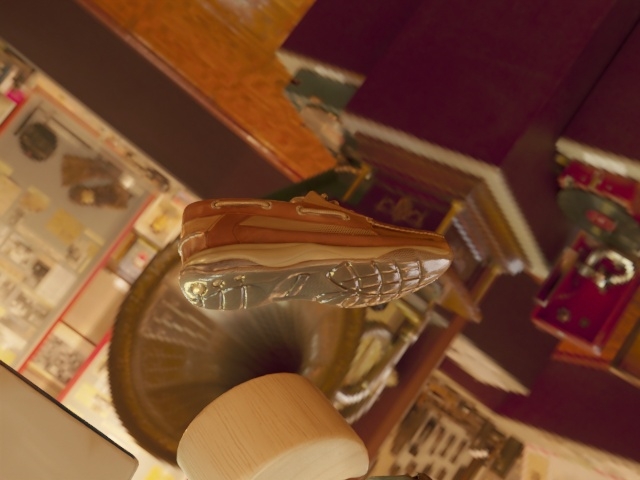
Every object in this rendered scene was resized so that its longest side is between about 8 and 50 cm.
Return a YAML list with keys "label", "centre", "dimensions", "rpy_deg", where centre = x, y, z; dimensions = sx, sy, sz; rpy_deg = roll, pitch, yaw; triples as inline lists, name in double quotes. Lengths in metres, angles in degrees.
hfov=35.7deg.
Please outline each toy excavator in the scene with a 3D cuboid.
- label: "toy excavator"
  centre: [0.018, 0.326, 0.905]
  dimensions: [0.445, 0.433, 0.222]
  rpy_deg: [8, -154, -43]

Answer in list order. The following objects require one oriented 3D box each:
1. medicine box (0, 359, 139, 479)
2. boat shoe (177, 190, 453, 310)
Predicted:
- label: "medicine box"
  centre: [-0.330, 0.157, 0.746]
  dimensions: [0.263, 0.149, 0.289]
  rpy_deg: [43, 147, -25]
- label: "boat shoe"
  centre: [0.000, 0.000, 1.076]
  dimensions: [0.324, 0.117, 0.123]
  rpy_deg: [2, 149, -30]
